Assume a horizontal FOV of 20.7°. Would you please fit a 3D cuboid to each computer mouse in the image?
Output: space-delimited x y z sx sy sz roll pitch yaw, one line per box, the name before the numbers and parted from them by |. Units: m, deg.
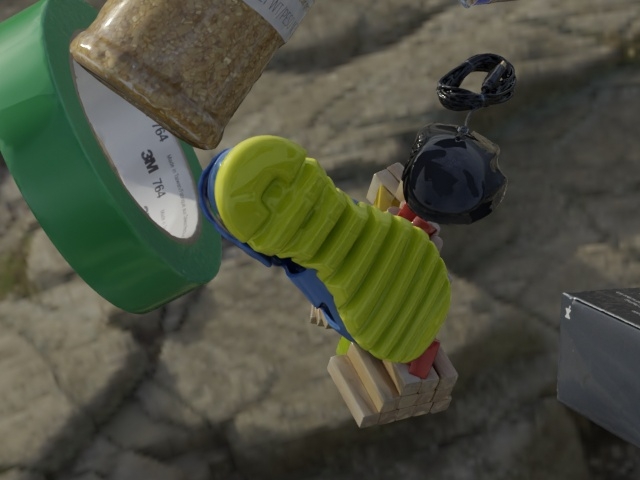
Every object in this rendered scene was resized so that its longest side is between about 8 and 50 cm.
computer mouse | 0.106 -0.084 1.234 0.071 0.041 0.242 13 33 5

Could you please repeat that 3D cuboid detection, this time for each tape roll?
tape roll | -0.211 -0.087 1.726 0.077 0.321 0.321 -26 37 14

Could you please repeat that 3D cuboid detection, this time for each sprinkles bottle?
sprinkles bottle | -0.021 -0.235 1.168 0.121 0.121 0.355 33 87 42

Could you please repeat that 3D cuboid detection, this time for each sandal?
sandal | 0.000 0.000 1.642 0.126 0.317 0.138 -53 32 -11

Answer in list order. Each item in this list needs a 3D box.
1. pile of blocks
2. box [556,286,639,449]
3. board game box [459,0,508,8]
pile of blocks | 0.072 0.028 1.887 0.149 0.113 0.362 9 45 -9
box | 0.282 0.093 1.304 0.158 0.093 0.156 -2 12 -20
board game box | 0.079 -0.249 0.879 0.232 0.141 0.291 46 21 9
